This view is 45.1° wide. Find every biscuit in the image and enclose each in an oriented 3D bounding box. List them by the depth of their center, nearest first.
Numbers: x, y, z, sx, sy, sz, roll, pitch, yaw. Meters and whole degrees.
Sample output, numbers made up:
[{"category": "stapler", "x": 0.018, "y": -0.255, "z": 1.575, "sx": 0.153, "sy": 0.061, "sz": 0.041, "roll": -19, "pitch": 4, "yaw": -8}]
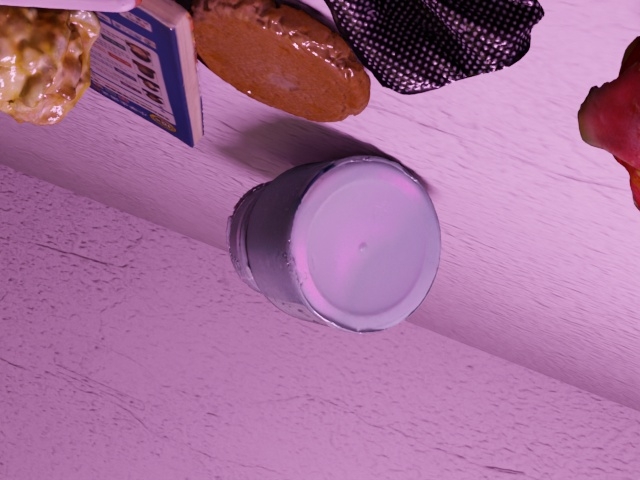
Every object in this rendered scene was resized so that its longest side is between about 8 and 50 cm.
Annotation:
[{"category": "biscuit", "x": -0.044, "y": -0.192, "z": 0.815, "sx": 0.226, "sy": 0.042, "sz": 0.226, "roll": 21, "pitch": 167, "yaw": 5}]

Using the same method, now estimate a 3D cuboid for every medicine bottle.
[{"category": "medicine bottle", "x": 0.000, "y": 0.000, "z": 1.146, "sx": 0.245, "sy": 0.245, "sz": 0.290, "roll": 28, "pitch": 170, "yaw": -26}]

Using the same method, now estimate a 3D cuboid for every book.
[{"category": "book", "x": -0.278, "y": -0.250, "z": 0.920, "sx": 0.300, "sy": 0.039, "sz": 0.428, "roll": 31, "pitch": 170, "yaw": -2}]

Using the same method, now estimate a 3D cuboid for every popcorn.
[{"category": "popcorn", "x": -0.306, "y": -0.197, "z": 0.783, "sx": 0.173, "sy": 0.142, "sz": 0.173, "roll": 23, "pitch": -162, "yaw": -8}]

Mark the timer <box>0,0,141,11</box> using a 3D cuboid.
[{"category": "timer", "x": -0.256, "y": -0.271, "z": 0.571, "sx": 0.250, "sy": 0.161, "sz": 0.257, "roll": 16, "pitch": 170, "yaw": -8}]

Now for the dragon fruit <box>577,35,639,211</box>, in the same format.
[{"category": "dragon fruit", "x": 0.265, "y": -0.085, "z": 0.421, "sx": 0.200, "sy": 0.269, "sz": 0.198, "roll": -15, "pitch": 102, "yaw": 37}]

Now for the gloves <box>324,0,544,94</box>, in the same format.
[{"category": "gloves", "x": 0.063, "y": -0.195, "z": 0.507, "sx": 0.129, "sy": 0.106, "sz": 0.180, "roll": 9, "pitch": 135, "yaw": 46}]
